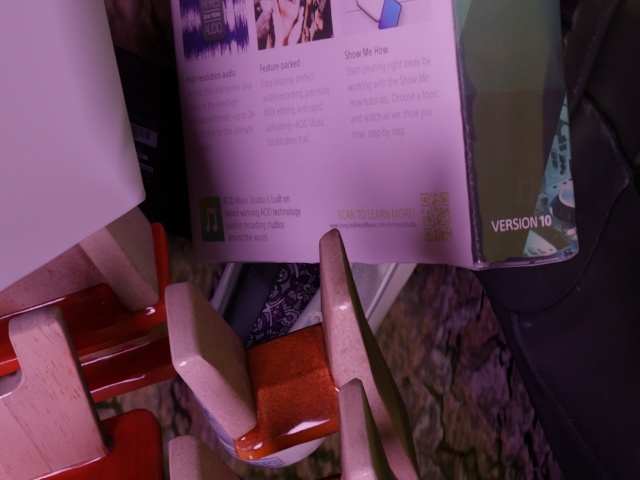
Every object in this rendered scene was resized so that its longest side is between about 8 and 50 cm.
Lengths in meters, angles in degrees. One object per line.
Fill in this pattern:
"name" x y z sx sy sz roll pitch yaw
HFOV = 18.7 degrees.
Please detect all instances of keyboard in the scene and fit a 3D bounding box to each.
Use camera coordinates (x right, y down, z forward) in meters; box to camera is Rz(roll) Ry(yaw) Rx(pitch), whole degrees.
"keyboard" -0.095 -0.033 0.883 0.180 0.023 0.108 20 69 -56

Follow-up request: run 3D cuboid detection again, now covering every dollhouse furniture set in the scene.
"dollhouse furniture set" -0.096 0.086 0.699 0.259 0.262 0.135 -99 168 -51

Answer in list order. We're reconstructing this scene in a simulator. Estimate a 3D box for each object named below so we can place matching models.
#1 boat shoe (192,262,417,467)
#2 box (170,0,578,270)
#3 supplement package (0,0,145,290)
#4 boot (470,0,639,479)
"boat shoe" -0.001 0.000 0.979 0.081 0.079 0.227 54 52 -50
"box" 0.007 -0.149 0.822 0.058 0.232 0.322 -8 95 -31
"supplement package" -0.196 -0.046 0.554 0.194 0.203 0.149 -36 121 -50
"boot" 0.218 -0.033 1.253 0.367 0.146 0.445 -58 134 -23
